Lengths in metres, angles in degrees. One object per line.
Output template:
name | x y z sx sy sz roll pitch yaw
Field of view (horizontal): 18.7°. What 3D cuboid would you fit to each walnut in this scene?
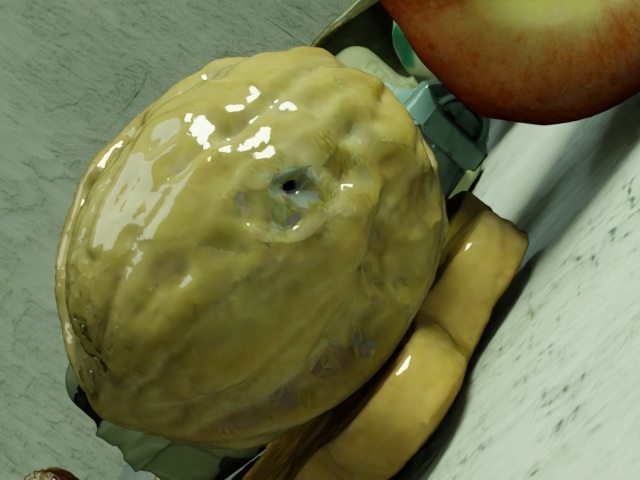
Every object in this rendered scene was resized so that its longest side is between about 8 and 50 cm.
walnut | -0.038 0.004 1.044 0.245 0.198 0.198 -49 2 -18

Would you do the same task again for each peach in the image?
peach | 0.130 -0.193 1.124 0.232 0.232 0.257 -54 14 13

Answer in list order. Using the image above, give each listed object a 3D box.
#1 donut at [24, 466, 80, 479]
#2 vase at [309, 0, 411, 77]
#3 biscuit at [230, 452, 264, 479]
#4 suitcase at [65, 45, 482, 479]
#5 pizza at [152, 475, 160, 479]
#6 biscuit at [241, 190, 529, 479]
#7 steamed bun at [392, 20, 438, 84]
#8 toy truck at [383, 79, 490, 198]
donut | -0.257 0.286 1.858 0.126 0.144 0.186 -64 -25 -7
vase | 0.155 -0.275 1.806 0.329 0.241 0.302 -21 37 34
biscuit | -0.067 0.214 1.490 0.118 0.029 0.247 -49 3 -7
suitcase | -0.060 0.033 1.588 0.351 0.194 0.339 -52 6 -36
pizza | -0.160 0.272 1.873 0.197 0.058 0.292 -56 4 -9
biscuit | 0.034 0.087 1.172 0.275 0.052 0.355 -50 4 16
steamed bun | 0.131 -0.209 1.573 0.228 0.130 0.177 -42 39 53
toy truck | 0.000 0.000 1.240 0.257 0.108 0.140 -49 18 0
